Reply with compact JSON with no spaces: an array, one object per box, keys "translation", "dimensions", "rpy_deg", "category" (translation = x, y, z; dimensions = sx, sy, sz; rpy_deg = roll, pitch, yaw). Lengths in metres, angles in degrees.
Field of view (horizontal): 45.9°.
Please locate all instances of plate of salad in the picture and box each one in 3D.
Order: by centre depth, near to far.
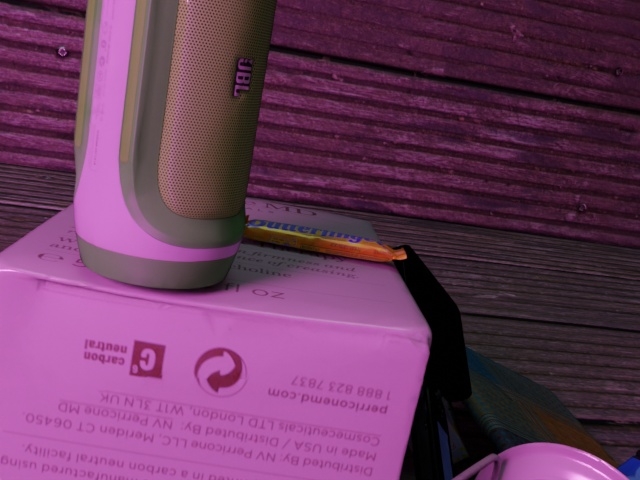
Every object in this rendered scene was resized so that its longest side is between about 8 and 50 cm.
[{"translation":[0.231,0.285,0.710],"dimensions":[0.199,0.200,0.048],"rpy_deg":[20,18,35],"category":"plate of salad"}]

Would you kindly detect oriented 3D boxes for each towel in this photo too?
[{"translation":[0.292,0.257,1.060],"dimensions":[0.271,0.040,0.370],"rpy_deg":[28,10,-15],"category":"towel"}]

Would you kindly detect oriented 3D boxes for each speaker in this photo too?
[{"translation":[-0.097,-0.123,0.527],"dimensions":[0.131,0.297,0.131],"rpy_deg":[10,13,-2],"category":"speaker"}]

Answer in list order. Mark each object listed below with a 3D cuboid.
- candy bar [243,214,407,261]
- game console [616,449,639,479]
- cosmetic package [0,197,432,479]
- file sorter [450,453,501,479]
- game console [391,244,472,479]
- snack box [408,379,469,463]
[{"translation":[0.000,0.000,0.698],"dimensions":[0.161,0.018,0.040],"rpy_deg":[11,13,-4],"category":"candy bar"},{"translation":[0.411,0.375,0.769],"dimensions":[0.250,0.173,0.293],"rpy_deg":[-29,40,-18],"category":"game console"},{"translation":[-0.112,0.148,0.744],"dimensions":[0.329,0.328,0.394],"rpy_deg":[9,13,-5],"category":"cosmetic package"},{"translation":[0.205,0.319,0.588],"dimensions":[0.277,0.193,0.173],"rpy_deg":[20,13,34],"category":"file sorter"},{"translation":[0.133,0.194,0.860],"dimensions":[0.043,0.362,0.213],"rpy_deg":[-17,-35,22],"category":"game console"},{"translation":[0.115,0.188,1.036],"dimensions":[0.070,0.207,0.174],"rpy_deg":[-30,10,8],"category":"snack box"}]
